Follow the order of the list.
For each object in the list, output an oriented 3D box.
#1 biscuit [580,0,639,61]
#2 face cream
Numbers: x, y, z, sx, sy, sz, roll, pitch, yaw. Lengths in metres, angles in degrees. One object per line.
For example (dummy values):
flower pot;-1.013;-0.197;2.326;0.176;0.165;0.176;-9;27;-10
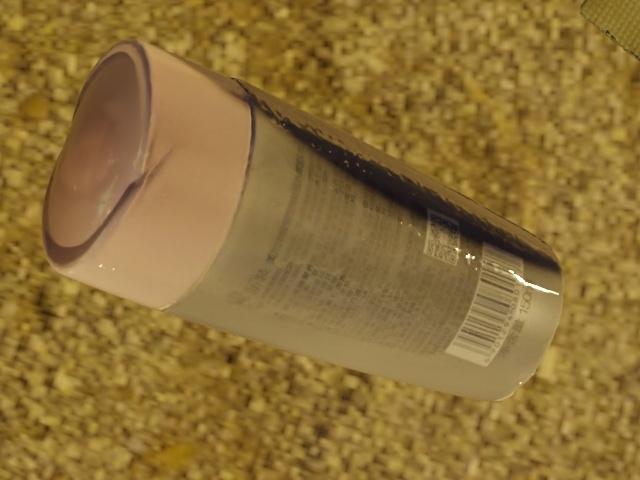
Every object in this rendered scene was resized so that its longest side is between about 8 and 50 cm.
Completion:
biscuit;0.360;-0.211;1.896;0.040;0.199;0.121;-27;154;-50
face cream;0.000;0.000;0.893;0.269;0.073;0.107;21;80;-40
